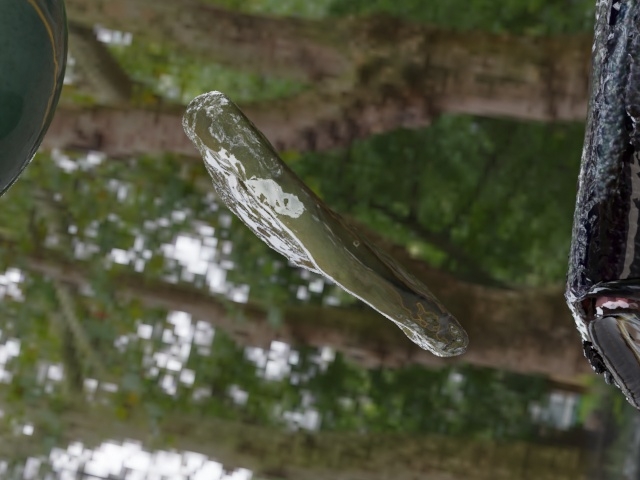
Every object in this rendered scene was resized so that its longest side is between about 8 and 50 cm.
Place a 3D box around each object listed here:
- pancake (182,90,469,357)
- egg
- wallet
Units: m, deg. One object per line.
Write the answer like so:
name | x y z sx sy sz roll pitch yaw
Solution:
pancake | 0.000 0.000 1.028 0.050 0.242 0.242 -46 -13 2
egg | -0.260 -0.113 1.123 0.169 0.169 0.237 68 -147 -69
wallet | 0.175 -0.037 0.836 0.262 0.071 0.221 52 -139 -67
